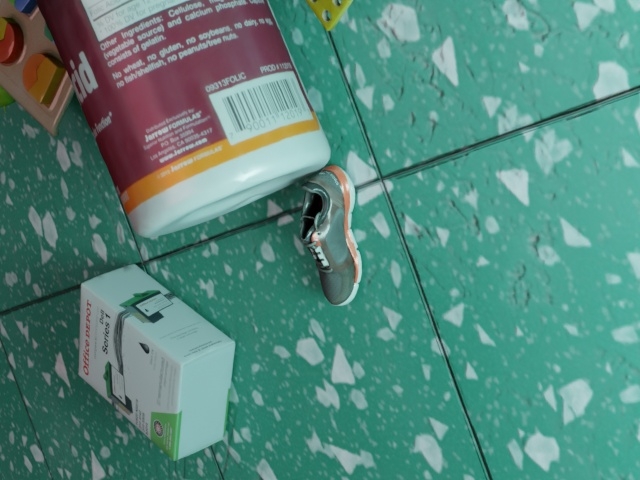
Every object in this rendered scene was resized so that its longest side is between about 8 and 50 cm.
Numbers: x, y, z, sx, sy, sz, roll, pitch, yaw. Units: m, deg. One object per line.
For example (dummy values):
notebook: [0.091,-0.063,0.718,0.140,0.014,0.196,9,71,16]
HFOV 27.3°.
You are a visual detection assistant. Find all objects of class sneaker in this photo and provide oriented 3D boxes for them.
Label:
sneaker: [0.000,0.000,1.412,0.061,0.065,0.157,14,117,46]

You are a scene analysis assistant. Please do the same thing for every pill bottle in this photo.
pill bottle: [-0.163,-0.220,1.374,0.224,0.224,0.392,-26,87,51]

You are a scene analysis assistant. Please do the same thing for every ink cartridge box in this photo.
ink cartridge box: [-0.218,0.154,1.714,0.219,0.093,0.160,33,129,36]

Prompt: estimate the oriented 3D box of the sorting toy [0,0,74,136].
sorting toy: [-0.366,-0.267,1.701,0.193,0.038,0.208,41,117,30]

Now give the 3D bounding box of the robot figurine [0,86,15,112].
robot figurine: [-0.458,-0.234,1.836,0.115,0.067,0.101,54,130,17]

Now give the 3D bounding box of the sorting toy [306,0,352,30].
sorting toy: [0.024,-0.338,1.244,0.132,0.046,0.274,39,132,32]
